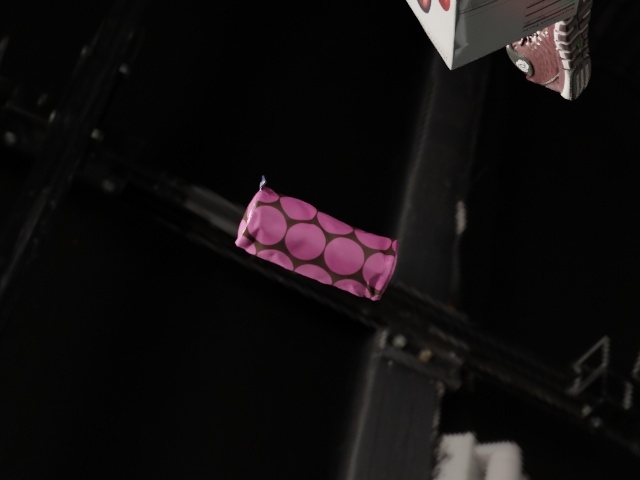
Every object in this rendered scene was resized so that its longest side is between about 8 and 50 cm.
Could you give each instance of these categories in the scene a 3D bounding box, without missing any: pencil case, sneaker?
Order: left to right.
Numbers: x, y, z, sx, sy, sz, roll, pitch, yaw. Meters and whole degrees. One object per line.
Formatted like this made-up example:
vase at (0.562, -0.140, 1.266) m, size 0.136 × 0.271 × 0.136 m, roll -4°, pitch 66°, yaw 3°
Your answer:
pencil case at (0.000, 0.000, 1.558) m, size 0.209 × 0.095 × 0.098 m, roll 25°, pitch -151°, yaw 0°
sneaker at (0.403, -0.393, 2.182) m, size 0.162 × 0.281 × 0.106 m, roll 21°, pitch -135°, yaw 33°

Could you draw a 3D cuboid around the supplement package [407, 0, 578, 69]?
supplement package at (0.147, -0.315, 1.149) m, size 0.149 × 0.203 × 0.194 m, roll -25°, pitch -114°, yaw -7°
